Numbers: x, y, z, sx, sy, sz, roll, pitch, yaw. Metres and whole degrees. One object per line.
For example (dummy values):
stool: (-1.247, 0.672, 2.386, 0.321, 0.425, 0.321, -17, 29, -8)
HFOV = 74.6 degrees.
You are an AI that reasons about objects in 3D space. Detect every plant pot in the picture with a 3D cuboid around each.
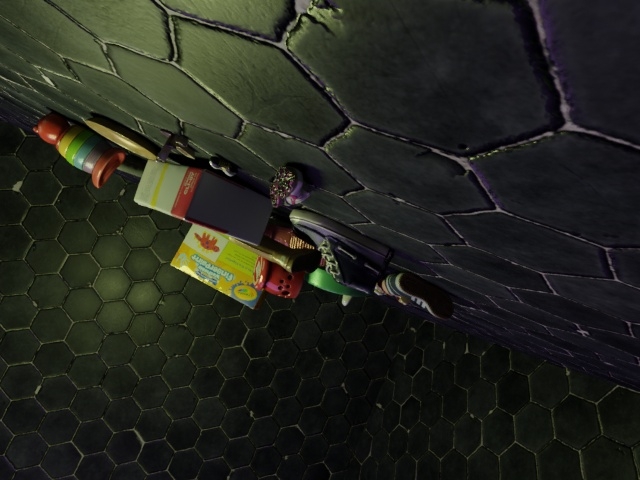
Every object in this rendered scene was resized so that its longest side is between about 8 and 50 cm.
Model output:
plant pot: (-0.624, -0.328, 1.343, 0.236, 0.032, 0.236, 25, 172, 4)
plant pot: (-0.168, 0.124, 1.675, 0.174, 0.191, 0.191, 13, 177, -20)

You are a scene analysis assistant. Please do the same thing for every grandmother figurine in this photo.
grandmother figurine: (0.318, 0.210, 1.888, 0.208, 0.104, 0.342, 53, 172, -6)

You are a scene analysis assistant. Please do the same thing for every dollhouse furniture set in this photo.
dollhouse furniture set: (-0.367, -0.217, 1.091, 0.091, 0.081, 0.114, 21, 172, 26)

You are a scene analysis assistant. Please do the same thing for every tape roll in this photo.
tape roll: (0.076, 0.133, 1.728, 0.321, 0.077, 0.321, 13, -169, -3)

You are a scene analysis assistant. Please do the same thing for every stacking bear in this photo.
stacking bear: (-0.926, -0.366, 1.600, 0.289, 0.175, 0.164, 35, 157, -12)

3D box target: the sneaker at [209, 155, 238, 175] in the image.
sneaker: (-0.247, -0.196, 1.087, 0.035, 0.031, 0.083, -1, 161, 43)

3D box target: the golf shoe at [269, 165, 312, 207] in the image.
golf shoe: (-0.058, -0.119, 0.914, 0.085, 0.068, 0.186, -6, 176, -16)

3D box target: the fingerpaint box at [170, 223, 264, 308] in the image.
fingerpaint box: (-0.406, 0.061, 1.987, 0.444, 0.371, 0.163, 26, 173, 7)

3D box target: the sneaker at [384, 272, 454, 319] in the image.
sneaker: (0.374, 0.207, 1.618, 0.282, 0.099, 0.153, 34, 165, -17)

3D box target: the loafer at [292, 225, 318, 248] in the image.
loafer: (0.000, 0.000, 1.457, 0.223, 0.076, 0.078, 26, -178, 15)

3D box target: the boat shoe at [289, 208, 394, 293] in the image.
boat shoe: (0.042, 0.037, 1.269, 0.340, 0.158, 0.127, 24, 173, 3)

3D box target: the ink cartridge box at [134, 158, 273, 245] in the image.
ink cartridge box: (-0.386, -0.131, 1.365, 0.384, 0.161, 0.279, 17, 177, 44)

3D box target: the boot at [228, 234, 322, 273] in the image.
boot: (-0.152, 0.025, 1.505, 0.269, 0.089, 0.236, 24, -173, 25)

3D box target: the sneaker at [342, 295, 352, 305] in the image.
sneaker: (0.126, 0.192, 1.896, 0.094, 0.212, 0.080, 25, 152, 5)

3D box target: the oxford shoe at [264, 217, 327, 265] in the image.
oxford shoe: (-0.094, -0.014, 1.628, 0.396, 0.141, 0.146, 19, -155, 3)

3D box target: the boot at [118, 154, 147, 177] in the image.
boot: (-0.755, -0.278, 1.730, 0.208, 0.076, 0.190, 27, -150, 2)
